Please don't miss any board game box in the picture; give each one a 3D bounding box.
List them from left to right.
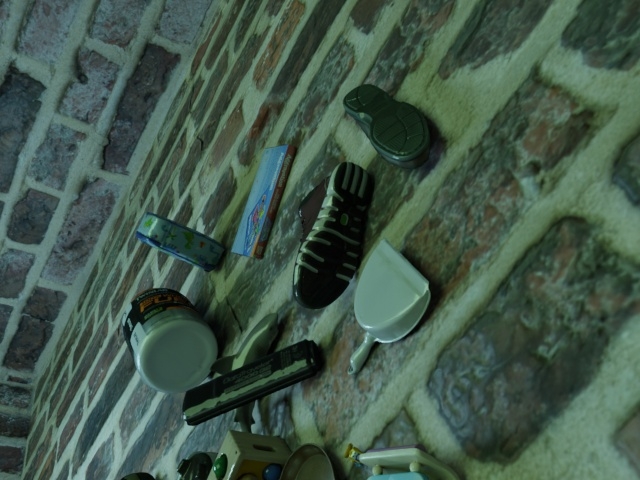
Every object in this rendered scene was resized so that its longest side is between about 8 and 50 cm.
[{"bbox_3d":[-0.141,-0.096,1.452,0.145,0.027,0.281,8,80,62],"label":"board game box"}]

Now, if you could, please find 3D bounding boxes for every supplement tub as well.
[{"bbox_3d":[-0.390,0.236,1.498,0.316,0.194,0.193,26,95,60],"label":"supplement tub"}]

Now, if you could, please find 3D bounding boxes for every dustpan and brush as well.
[{"bbox_3d":[0.087,0.121,0.912,0.211,0.060,0.147,-55,36,12],"label":"dustpan and brush"}]

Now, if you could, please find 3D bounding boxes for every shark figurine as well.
[{"bbox_3d":[-0.163,0.285,1.168,0.166,0.116,0.278,-34,43,49],"label":"shark figurine"}]

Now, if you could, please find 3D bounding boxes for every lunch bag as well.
[{"bbox_3d":[-0.379,0.003,1.599,0.176,0.219,0.090,16,80,60],"label":"lunch bag"}]

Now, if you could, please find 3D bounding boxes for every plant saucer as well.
[{"bbox_3d":[-0.016,0.405,0.925,0.168,0.029,0.168,-39,41,44],"label":"plant saucer"}]

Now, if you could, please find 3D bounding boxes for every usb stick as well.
[{"bbox_3d":[-0.128,0.257,1.071,0.278,0.045,0.077,-26,38,13],"label":"usb stick"}]

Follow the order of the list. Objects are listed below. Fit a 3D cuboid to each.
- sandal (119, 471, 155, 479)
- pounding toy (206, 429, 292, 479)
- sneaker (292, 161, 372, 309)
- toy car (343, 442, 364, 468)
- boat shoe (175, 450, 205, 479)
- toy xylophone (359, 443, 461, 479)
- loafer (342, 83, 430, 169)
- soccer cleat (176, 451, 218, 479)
[{"bbox_3d":[-0.420,0.664,1.385,0.303,0.120,0.086,-134,51,-67],"label":"sandal"},{"bbox_3d":[-0.130,0.407,1.001,0.100,0.141,0.130,33,101,60],"label":"pounding toy"},{"bbox_3d":[0.000,0.000,1.096,0.162,0.106,0.281,-19,46,61],"label":"sneaker"},{"bbox_3d":[0.028,0.345,0.833,0.041,0.060,0.122,21,68,24],"label":"toy car"},{"bbox_3d":[-0.266,0.565,1.201,0.084,0.095,0.258,-50,24,39],"label":"boat shoe"},{"bbox_3d":[0.085,0.414,0.692,0.236,0.081,0.322,-40,40,43],"label":"toy xylophone"},{"bbox_3d":[0.124,-0.190,1.031,0.096,0.084,0.267,-32,40,2],"label":"loafer"},{"bbox_3d":[-0.226,0.553,1.060,0.116,0.143,0.331,-3,60,47],"label":"soccer cleat"}]
